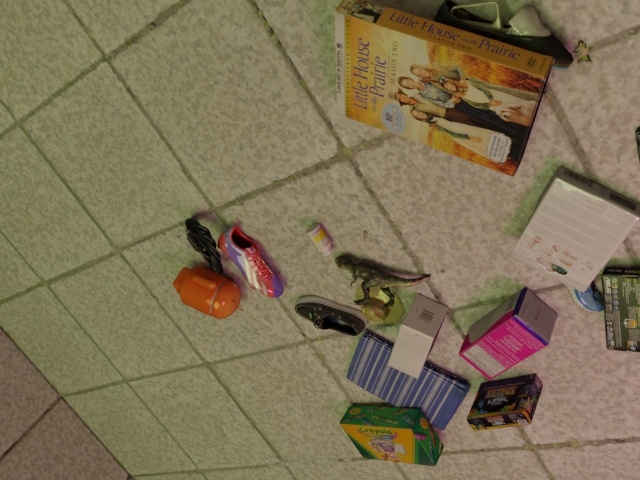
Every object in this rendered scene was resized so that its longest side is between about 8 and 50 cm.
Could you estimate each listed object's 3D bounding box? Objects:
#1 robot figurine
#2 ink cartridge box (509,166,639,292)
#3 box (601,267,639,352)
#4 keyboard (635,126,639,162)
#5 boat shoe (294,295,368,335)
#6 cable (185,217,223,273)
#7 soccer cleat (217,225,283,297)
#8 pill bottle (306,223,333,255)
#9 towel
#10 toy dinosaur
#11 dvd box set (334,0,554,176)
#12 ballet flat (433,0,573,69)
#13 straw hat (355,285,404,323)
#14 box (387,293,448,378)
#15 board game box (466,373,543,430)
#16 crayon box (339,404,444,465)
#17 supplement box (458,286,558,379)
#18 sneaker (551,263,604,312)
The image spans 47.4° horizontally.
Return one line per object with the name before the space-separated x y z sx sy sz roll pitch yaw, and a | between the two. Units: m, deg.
robot figurine | -0.335 0.159 2.204 0.219 0.128 0.158 23 118 16
ink cartridge box | 0.545 -0.021 1.574 0.189 0.066 0.232 28 135 9
box | 0.714 0.155 1.581 0.184 0.045 0.190 0 111 32
keyboard | 0.702 -0.176 1.386 0.180 0.023 0.108 -3 122 34
boat shoe | 0.019 0.223 2.073 0.229 0.076 0.080 15 130 20
cable | -0.328 0.014 2.108 0.184 0.047 0.150 58 156 -2
soccer cleat | -0.190 0.063 2.073 0.248 0.083 0.095 47 136 -4
pill bottle | 0.000 0.000 1.933 0.043 0.043 0.083 -18 113 39
towel | 0.247 0.409 2.116 0.336 0.040 0.243 27 136 13
toy dinosaur | 0.149 0.117 1.912 0.268 0.064 0.118 13 107 21
dvd box set | 0.229 -0.307 1.476 0.421 0.062 0.307 23 152 14
ballet flat | 0.345 -0.399 1.381 0.281 0.095 0.096 17 123 19
straw hat | 0.149 0.190 1.979 0.145 0.061 0.144 16 130 20
box | 0.255 0.253 1.915 0.091 0.130 0.170 23 132 13
board game box | 0.481 0.424 1.904 0.170 0.141 0.048 -21 113 40
crayon box | 0.215 0.590 2.215 0.278 0.081 0.165 -9 123 42
supplement box | 0.458 0.232 1.790 0.114 0.111 0.220 40 135 -3
sneaker | 0.594 0.096 1.637 0.162 0.063 0.073 47 129 -10
